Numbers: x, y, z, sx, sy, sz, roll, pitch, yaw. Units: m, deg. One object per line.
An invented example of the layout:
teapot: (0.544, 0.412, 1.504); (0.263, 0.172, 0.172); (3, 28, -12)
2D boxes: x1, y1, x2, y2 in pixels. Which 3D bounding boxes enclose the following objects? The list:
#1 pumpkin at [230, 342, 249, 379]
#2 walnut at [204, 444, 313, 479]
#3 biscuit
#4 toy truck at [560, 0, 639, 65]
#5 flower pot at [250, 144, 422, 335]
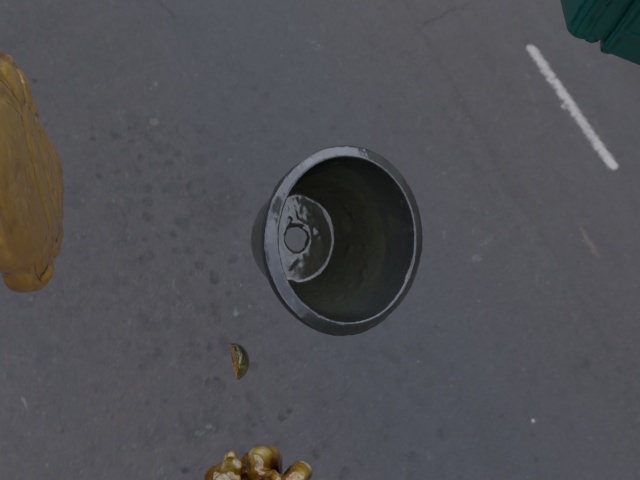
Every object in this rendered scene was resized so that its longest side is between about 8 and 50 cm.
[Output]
pumpkin: (-0.142, 0.212, 1.171); (0.028, 0.083, 0.050); (-13, 56, -20)
walnut: (-0.060, 0.266, 0.671); (0.143, 0.069, 0.170); (21, 16, 17)
biscuit: (-0.426, -0.108, 0.926); (0.057, 0.312, 0.351); (-10, 26, -6)
toy truck: (0.262, -0.148, 0.377); (0.253, 0.114, 0.124); (26, 73, 8)
flower pot: (0.000, 0.000, 0.977); (0.269, 0.166, 0.268); (0, 90, -34)
